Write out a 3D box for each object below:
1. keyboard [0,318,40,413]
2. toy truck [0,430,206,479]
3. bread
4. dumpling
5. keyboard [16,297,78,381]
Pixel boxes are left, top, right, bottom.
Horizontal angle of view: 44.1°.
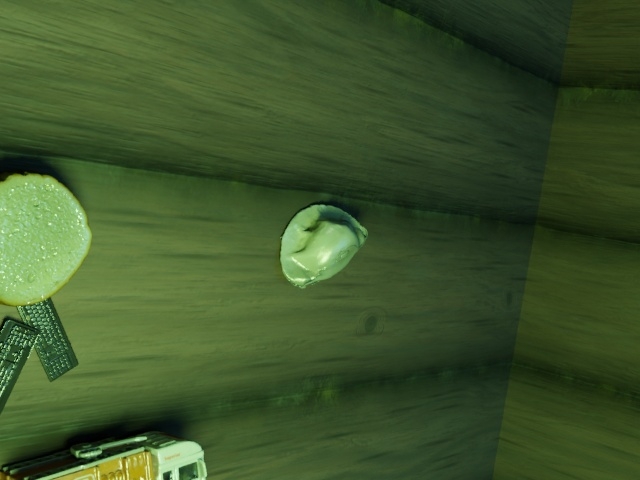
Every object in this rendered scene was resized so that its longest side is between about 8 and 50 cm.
[{"bbox_3d":[-0.546,0.235,1.345,0.074,0.015,0.197,33,77,-45],"label":"keyboard"},{"bbox_3d":[-0.392,0.472,1.470,0.387,0.173,0.207,-5,94,-46],"label":"toy truck"},{"bbox_3d":[-0.496,-0.003,1.303,0.236,0.070,0.236,-10,103,-47],"label":"bread"},{"bbox_3d":[0.000,0.000,1.870,0.247,0.142,0.172,-36,90,-31],"label":"dumpling"},{"bbox_3d":[-0.487,0.156,1.403,0.063,0.010,0.198,-36,124,-37],"label":"keyboard"}]
